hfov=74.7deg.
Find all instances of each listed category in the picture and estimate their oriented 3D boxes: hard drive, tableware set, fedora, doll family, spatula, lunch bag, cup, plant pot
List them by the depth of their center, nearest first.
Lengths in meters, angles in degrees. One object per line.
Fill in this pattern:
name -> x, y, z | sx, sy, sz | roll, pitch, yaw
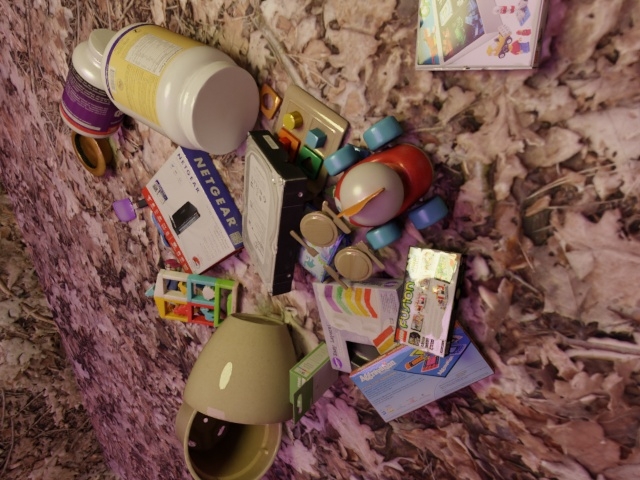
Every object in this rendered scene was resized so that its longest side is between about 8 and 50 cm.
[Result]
tableware set -> 0.040, 0.008, 0.909 | 0.194, 0.039, 0.128 | 46, 130, -11
lunch bag -> 0.000, 0.000, 1.003 | 0.128, 0.096, 0.151 | 36, 137, 22
hard drive -> -0.126, -0.062, 1.022 | 0.237, 0.064, 0.339 | 55, 146, 41
cup -> -0.203, 0.342, 1.205 | 0.330, 0.331, 0.237 | 8, 85, 37
plant pot -> -0.349, 0.644, 1.452 | 0.305, 0.333, 0.334 | -18, 97, 54
doll family -> -0.506, 0.195, 1.485 | 0.262, 0.118, 0.163 | 31, 126, 25
spatula -> -0.674, -0.127, 1.542 | 0.296, 0.030, 0.084 | -9, 104, 41
fedora -> -0.831, -0.336, 1.546 | 0.194, 0.079, 0.195 | 18, 124, 28

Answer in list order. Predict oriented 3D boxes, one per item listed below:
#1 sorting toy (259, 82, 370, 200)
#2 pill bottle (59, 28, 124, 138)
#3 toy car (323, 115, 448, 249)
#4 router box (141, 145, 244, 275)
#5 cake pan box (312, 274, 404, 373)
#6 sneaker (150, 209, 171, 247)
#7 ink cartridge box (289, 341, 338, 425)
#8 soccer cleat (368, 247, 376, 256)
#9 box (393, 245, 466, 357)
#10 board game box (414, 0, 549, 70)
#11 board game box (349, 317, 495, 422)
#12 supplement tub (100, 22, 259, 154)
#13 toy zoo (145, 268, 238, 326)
sorting toy -> -0.045, -0.229, 0.972 | 0.347, 0.047, 0.196 | 41, 129, 19
pill bottle -> -0.674, -0.475, 1.287 | 0.323, 0.181, 0.182 | -37, 84, 43
toy car -> 0.088, -0.083, 0.781 | 0.210, 0.238, 0.219 | -28, 94, 35
router box -> -0.387, -0.081, 1.292 | 0.301, 0.082, 0.336 | -29, 89, 43
cake pan box -> 0.115, 0.217, 1.025 | 0.245, 0.070, 0.267 | 3, 112, 41
sneaker -> -0.526, -0.044, 1.436 | 0.084, 0.058, 0.152 | 9, 119, 43
ink cartridge box -> -0.030, 0.372, 1.112 | 0.062, 0.209, 0.109 | 17, 119, 30
soccer cleat -> 0.099, 0.052, 0.990 | 0.036, 0.029, 0.083 | 49, 127, 17
box -> 0.223, 0.120, 0.860 | 0.114, 0.036, 0.207 | 11, 92, 36
board game box -> 0.251, -0.425, 0.640 | 0.192, 0.053, 0.306 | 15, 118, 33
board game box -> 0.216, 0.290, 0.924 | 0.281, 0.027, 0.145 | -36, 96, 23
supplement tub -> -0.336, -0.366, 1.019 | 0.331, 0.241, 0.241 | 31, 126, 25
toy zoo -> -0.415, 0.190, 1.355 | 0.292, 0.030, 0.193 | 9, 124, -2
